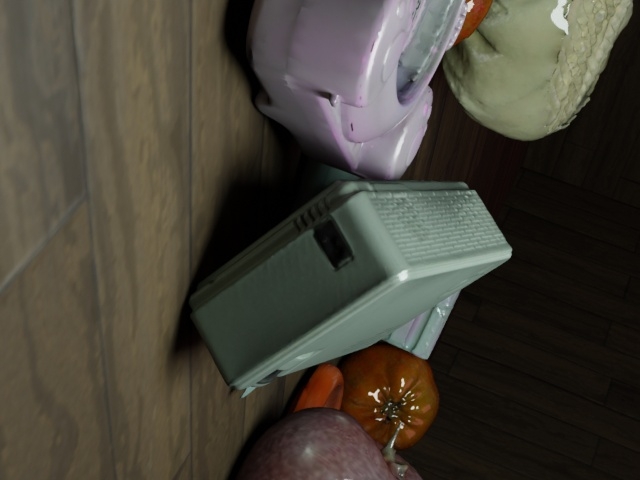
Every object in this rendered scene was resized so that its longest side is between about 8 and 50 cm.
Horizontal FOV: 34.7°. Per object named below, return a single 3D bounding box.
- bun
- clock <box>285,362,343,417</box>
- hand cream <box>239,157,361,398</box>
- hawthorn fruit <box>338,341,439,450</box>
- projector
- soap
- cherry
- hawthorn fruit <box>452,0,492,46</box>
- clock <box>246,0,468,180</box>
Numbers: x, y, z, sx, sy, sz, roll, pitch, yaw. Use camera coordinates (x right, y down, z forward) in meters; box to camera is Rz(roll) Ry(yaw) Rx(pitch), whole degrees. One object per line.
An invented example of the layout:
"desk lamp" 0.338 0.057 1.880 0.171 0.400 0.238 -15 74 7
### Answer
"bun" 0.274 -0.314 1.321 0.360 0.211 0.359 -49 156 -31
"clock" -0.021 0.266 1.406 0.205 0.051 0.205 20 90 -77
"hand cream" -0.010 0.007 1.014 0.085 0.058 0.331 -39 149 -67
"hawthorn fruit" 0.104 0.240 1.628 0.189 0.189 0.189 21 90 -77
"projector" 0.029 0.028 0.873 0.192 0.099 0.257 -37 166 26
"soap" 0.145 0.045 1.558 0.091 0.145 0.230 -48 162 -81
"cherry" 0.001 0.337 1.211 0.307 0.221 0.261 -53 126 -9
"hawthorn fruit" 0.117 -0.250 1.004 0.128 0.128 0.128 21 90 -77
"clock" 0.057 -0.226 0.799 0.295 0.113 0.322 52 59 -75
